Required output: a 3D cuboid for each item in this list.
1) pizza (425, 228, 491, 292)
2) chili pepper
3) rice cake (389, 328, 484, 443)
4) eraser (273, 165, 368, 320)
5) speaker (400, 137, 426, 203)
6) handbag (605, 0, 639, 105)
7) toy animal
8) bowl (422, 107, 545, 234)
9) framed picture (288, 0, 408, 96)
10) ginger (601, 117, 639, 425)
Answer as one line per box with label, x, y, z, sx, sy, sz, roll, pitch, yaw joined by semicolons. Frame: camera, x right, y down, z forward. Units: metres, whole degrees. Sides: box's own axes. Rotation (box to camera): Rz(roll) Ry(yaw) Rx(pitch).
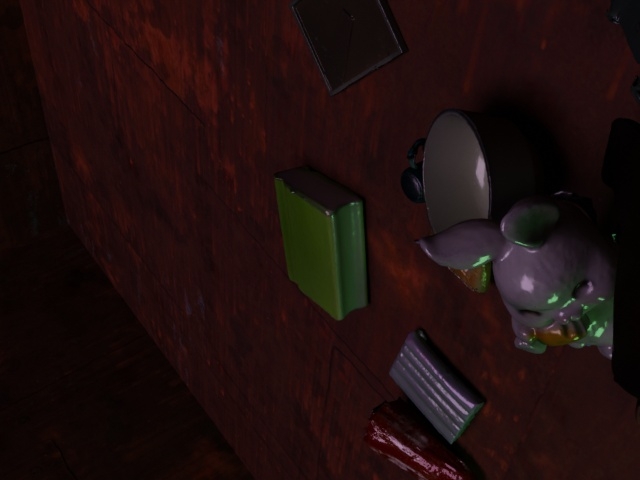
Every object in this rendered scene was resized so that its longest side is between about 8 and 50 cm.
pizza;0.221;0.002;1.360;0.131;0.041;0.178;-17;99;61
chili pepper;0.209;0.438;1.715;0.253;0.136;0.144;35;116;31
rice cake;0.214;0.278;1.626;0.198;0.037;0.189;51;152;23
eraser;0.000;0.000;1.704;0.210;0.092;0.274;36;144;44
speaker;0.160;-0.111;1.328;0.060;0.075;0.094;-8;106;62
handbag;0.337;-0.260;0.755;0.260;0.079;0.247;99;169;-52
toy animal;0.277;0.041;1.041;0.325;0.154;0.208;32;147;-28
bowl;0.228;-0.080;1.159;0.211;0.112;0.211;171;90;-74
framed picture;0.038;-0.352;1.395;0.184;0.016;0.250;65;154;-4
ginger;0.442;0.004;0.830;0.413;0.211;0.358;126;148;-59
